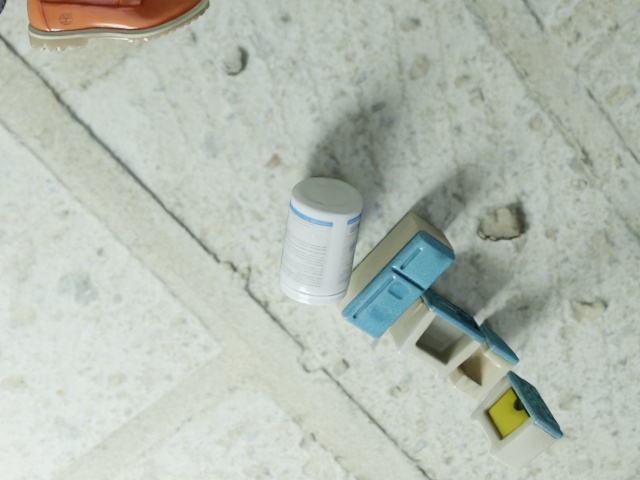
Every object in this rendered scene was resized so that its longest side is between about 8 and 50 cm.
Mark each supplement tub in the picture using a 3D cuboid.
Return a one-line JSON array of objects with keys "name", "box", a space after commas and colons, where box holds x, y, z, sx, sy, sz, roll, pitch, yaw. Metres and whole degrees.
[{"name": "supplement tub", "box": [0.000, 0.000, 1.694, 0.071, 0.071, 0.107, 0, 122, -18]}]

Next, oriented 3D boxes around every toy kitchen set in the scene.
[{"name": "toy kitchen set", "box": [0.143, 0.102, 1.748, 0.207, 0.166, 0.122, 33, 107, -32]}]

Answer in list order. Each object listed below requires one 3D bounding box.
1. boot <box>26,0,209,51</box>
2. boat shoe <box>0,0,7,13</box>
[{"name": "boot", "box": [-0.173, -0.214, 1.510, 0.158, 0.059, 0.084, -9, 119, -11]}, {"name": "boat shoe", "box": [-0.389, -0.159, 1.449, 0.285, 0.092, 0.103, -17, 125, -7]}]
